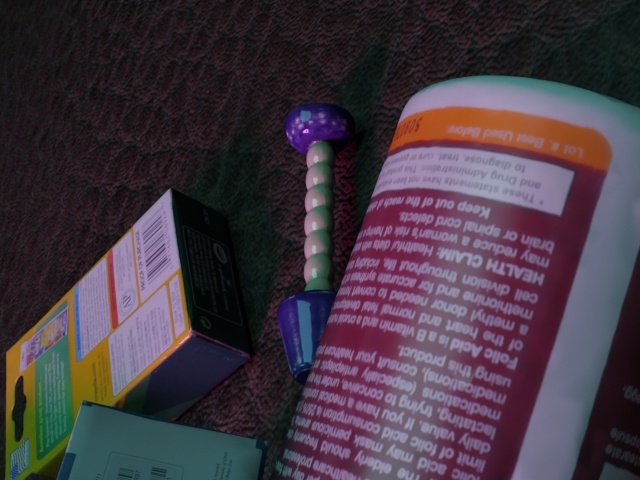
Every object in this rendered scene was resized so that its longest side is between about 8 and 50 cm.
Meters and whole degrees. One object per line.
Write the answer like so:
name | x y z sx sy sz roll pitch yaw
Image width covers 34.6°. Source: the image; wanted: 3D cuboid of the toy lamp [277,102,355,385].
toy lamp | 0.000 0.000 0.937 0.080 0.080 0.274 -28 50 37

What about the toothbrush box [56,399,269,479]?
toothbrush box | -0.135 0.282 0.672 0.295 0.126 0.216 108 173 -46

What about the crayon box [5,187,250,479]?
crayon box | -0.221 0.122 1.119 0.323 0.083 0.203 -41 42 26

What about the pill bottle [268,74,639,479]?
pill bottle | 0.096 0.120 0.632 0.224 0.224 0.392 8 74 51
